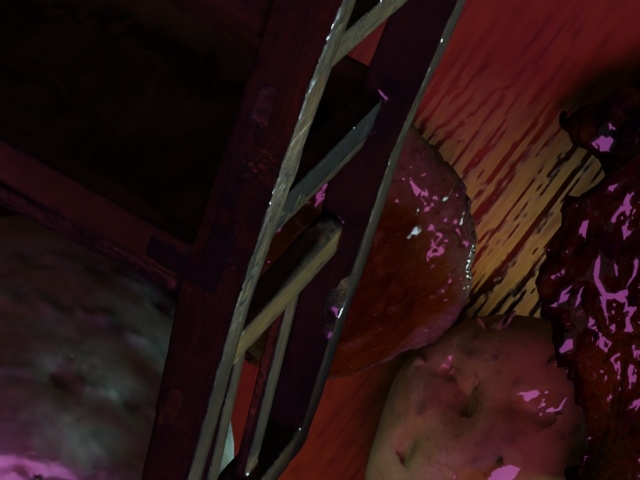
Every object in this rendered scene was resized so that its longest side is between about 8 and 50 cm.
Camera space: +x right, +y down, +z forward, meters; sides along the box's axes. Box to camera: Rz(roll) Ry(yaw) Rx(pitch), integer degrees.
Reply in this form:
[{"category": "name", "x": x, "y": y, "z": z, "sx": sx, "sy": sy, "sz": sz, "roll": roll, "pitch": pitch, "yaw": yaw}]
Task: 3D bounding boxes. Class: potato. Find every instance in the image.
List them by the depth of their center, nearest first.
[{"category": "potato", "x": 0.098, "y": 0.149, "z": 1.152, "sx": 0.161, "sy": 0.128, "sz": 0.235, "roll": 21, "pitch": 125, "yaw": -16}]

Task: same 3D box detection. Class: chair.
[{"category": "chair", "x": -0.090, "y": -0.062, "z": 0.864, "sx": 0.240, "sy": 0.203, "sz": 0.416, "roll": 29, "pitch": 128, "yaw": 11}]

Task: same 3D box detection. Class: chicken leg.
[{"category": "chicken leg", "x": 0.162, "y": 0.101, "z": 1.041, "sx": 0.158, "sy": 0.096, "sz": 0.407, "roll": 19, "pitch": 91, "yaw": -21}]

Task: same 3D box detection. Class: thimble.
[{"category": "thimble", "x": -0.189, "y": 0.137, "z": 1.062, "sx": 0.291, "sy": 0.195, "sz": 0.291, "roll": -5, "pitch": 129, "yaw": -6}]

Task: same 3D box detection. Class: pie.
[{"category": "pie", "x": 0.000, "y": 0.000, "z": 1.057, "sx": 0.163, "sy": 0.079, "sz": 0.193, "roll": -33, "pitch": 123, "yaw": 10}]
